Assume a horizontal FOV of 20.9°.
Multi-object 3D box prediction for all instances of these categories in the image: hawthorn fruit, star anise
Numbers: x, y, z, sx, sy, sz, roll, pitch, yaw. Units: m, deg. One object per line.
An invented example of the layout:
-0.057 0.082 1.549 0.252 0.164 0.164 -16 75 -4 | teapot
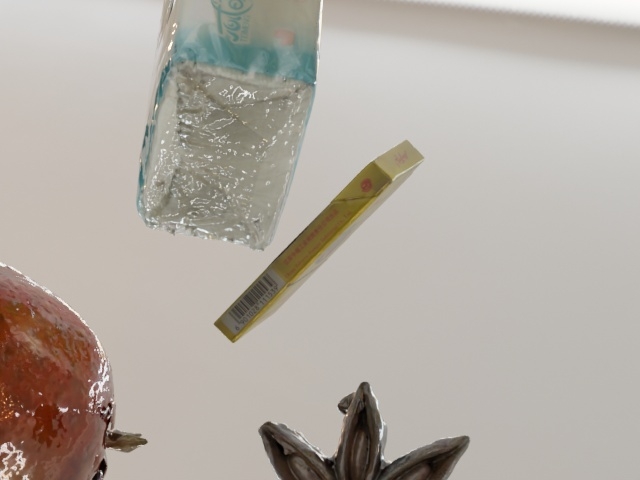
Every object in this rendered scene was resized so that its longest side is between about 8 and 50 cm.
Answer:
-0.297 0.155 1.596 0.276 0.307 0.276 -50 -149 45 | hawthorn fruit
0.029 0.215 1.449 0.212 0.073 0.197 1 -87 8 | star anise

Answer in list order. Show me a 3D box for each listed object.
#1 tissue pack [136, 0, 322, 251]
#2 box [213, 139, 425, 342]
-0.065 -0.157 1.362 0.201 0.124 0.271 113 -14 -47 | tissue pack
0.000 0.000 1.120 0.155 0.023 0.087 -46 173 20 | box
